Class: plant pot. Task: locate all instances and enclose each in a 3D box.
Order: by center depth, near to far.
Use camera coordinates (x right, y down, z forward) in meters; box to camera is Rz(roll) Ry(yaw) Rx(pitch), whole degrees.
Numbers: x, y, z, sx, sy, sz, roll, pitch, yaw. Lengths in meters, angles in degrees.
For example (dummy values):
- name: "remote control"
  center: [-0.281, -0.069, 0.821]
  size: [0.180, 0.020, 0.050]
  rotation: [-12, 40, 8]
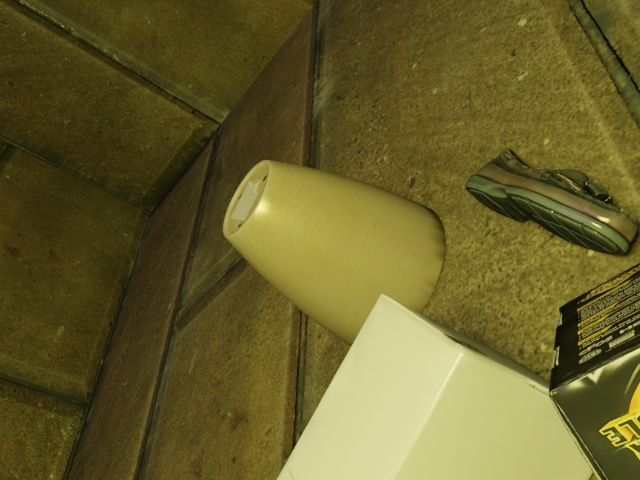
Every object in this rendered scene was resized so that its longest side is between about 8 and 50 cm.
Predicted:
- name: "plant pot"
  center: [0.000, 0.000, 0.915]
  size: [0.256, 0.274, 0.256]
  rotation: [-43, 31, 35]

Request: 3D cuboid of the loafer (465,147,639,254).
- name: "loafer"
  center: [0.266, -0.061, 0.702]
  size: [0.084, 0.096, 0.267]
  rotation: [-54, 24, 2]

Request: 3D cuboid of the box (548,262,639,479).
- name: "box"
  center: [0.295, 0.011, 0.345]
  size: [0.322, 0.257, 0.079]
  rotation: [-35, 78, 21]

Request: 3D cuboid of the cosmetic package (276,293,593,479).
- name: "cosmetic package"
  center: [0.076, 0.273, 0.572]
  size: [0.385, 0.217, 0.156]
  rotation: [-60, 26, -1]
